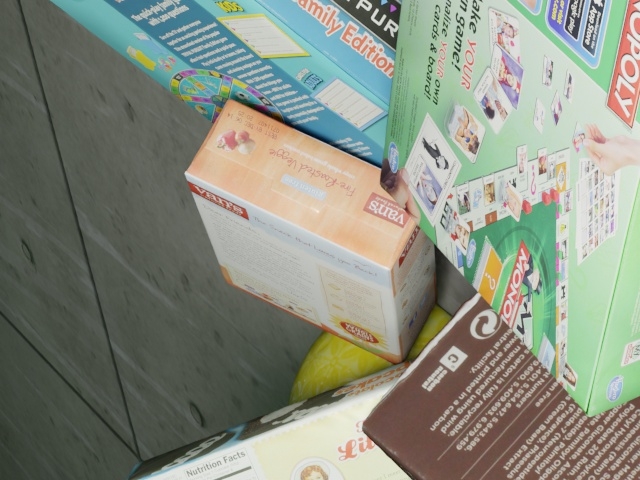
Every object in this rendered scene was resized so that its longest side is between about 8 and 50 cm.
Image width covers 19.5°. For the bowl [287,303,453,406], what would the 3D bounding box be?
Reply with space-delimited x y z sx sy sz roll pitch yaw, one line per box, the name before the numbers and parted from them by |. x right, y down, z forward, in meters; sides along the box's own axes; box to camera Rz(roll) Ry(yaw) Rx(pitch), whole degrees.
bowl | 0.052 0.197 1.521 0.289 0.156 0.289 46 151 35

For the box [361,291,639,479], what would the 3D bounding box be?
box | 0.214 0.199 1.128 0.381 0.143 0.191 34 169 47

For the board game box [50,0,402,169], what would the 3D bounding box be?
board game box | -0.029 -0.137 1.231 0.336 0.079 0.254 37 163 -18

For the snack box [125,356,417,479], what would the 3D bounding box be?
snack box | 0.034 0.204 1.389 0.060 0.322 0.187 -59 -53 -75

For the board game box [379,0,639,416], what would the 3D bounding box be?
board game box | 0.115 -0.094 0.940 0.213 0.046 0.317 50 147 38

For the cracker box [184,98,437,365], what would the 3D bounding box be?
cracker box | 0.000 0.000 1.323 0.155 0.067 0.232 26 165 12
